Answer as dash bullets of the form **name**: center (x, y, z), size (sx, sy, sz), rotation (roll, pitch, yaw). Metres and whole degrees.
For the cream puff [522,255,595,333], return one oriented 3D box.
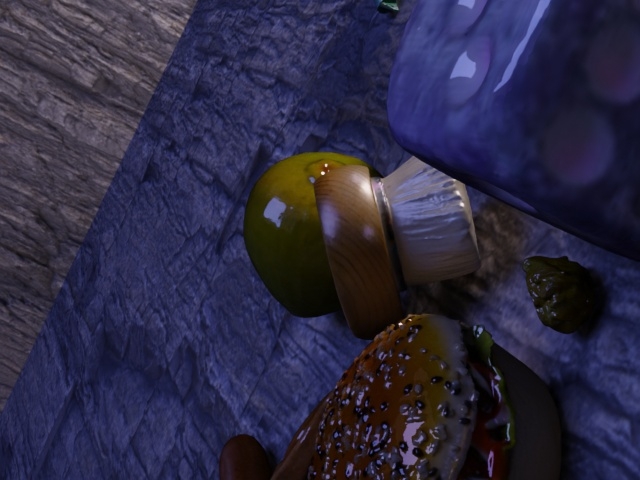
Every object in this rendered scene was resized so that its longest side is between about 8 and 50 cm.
- **cream puff**: center (0.231, 0.046, 1.191), size (0.058, 0.083, 0.083), rotation (-29, -7, 20)

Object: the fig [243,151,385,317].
- **fig**: center (0.005, -0.009, 1.629), size (0.230, 0.207, 0.207), rotation (75, -157, -57)

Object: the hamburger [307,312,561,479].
- **hamburger**: center (0.093, 0.209, 1.189), size (0.300, 0.176, 0.300), rotation (-52, 25, 36)

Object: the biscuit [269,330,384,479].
- **biscuit**: center (-0.003, 0.236, 1.428), size (0.334, 0.047, 0.202), rotation (-58, -12, 21)

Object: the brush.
- **brush**: center (0.095, 0.016, 1.433), size (0.267, 0.166, 0.174), rotation (76, -178, -53)

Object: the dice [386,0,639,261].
- **dice**: center (0.237, -0.148, 1.101), size (0.270, 0.270, 0.271), rotation (-65, 21, 4)

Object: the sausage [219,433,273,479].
- **sausage**: center (-0.096, 0.327, 1.649), size (0.076, 0.076, 0.197), rotation (-58, 21, 17)

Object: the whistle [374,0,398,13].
- **whistle**: center (0.097, -0.417, 2.050), size (0.039, 0.039, 0.186), rotation (-55, 23, 24)
